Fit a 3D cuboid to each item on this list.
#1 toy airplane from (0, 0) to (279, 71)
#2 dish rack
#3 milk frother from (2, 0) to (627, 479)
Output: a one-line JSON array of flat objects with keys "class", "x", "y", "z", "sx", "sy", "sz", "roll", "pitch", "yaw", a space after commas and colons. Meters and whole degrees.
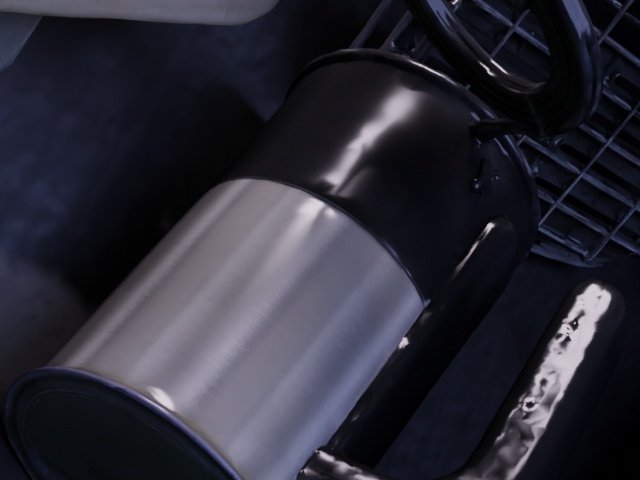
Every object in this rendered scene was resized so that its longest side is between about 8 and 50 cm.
[{"class": "toy airplane", "x": -0.126, "y": -0.110, "z": 0.230, "sx": 0.384, "sy": 0.272, "sz": 0.386, "roll": -41, "pitch": 154, "yaw": -28}, {"class": "dish rack", "x": 0.123, "y": -0.120, "z": 0.535, "sx": 0.208, "sy": 0.074, "sz": 0.271, "roll": 25, "pitch": 106, "yaw": -45}, {"class": "milk frother", "x": 0.000, "y": 0.000, "z": 0.405, "sx": 0.135, "sy": 0.129, "sz": 0.143, "roll": -51, "pitch": 134, "yaw": -36}]
